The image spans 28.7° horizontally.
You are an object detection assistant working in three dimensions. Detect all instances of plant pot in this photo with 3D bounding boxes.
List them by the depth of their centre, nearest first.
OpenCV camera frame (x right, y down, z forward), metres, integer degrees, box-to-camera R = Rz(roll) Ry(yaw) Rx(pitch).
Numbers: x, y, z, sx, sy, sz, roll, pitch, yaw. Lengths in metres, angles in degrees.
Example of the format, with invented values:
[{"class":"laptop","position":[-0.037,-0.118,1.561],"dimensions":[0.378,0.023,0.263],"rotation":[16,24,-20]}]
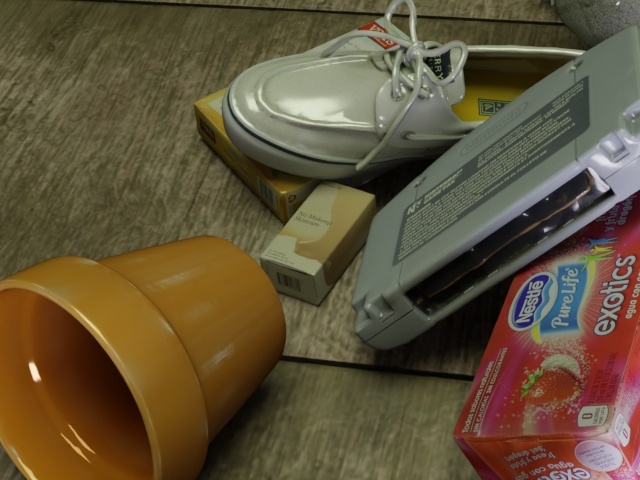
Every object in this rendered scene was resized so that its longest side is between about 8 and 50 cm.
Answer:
[{"class":"plant pot","position":[-0.133,0.088,0.966],"dimensions":[0.205,0.205,0.188],"rotation":[26,38,30]}]

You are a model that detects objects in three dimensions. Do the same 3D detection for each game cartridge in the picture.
[{"class":"game cartridge","position":[0.154,-0.046,1.020],"dimensions":[0.297,0.062,0.198],"rotation":[-37,15,29]}]

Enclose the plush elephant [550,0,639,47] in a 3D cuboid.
[{"class":"plush elephant","position":[0.335,-0.277,1.228],"dimensions":[0.330,0.272,0.255],"rotation":[-17,21,32]}]

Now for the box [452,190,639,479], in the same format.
[{"class":"box","position":[0.211,0.088,0.931],"dimensions":[0.123,0.128,0.257],"rotation":[-10,37,36]}]

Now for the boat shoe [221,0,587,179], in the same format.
[{"class":"boat shoe","position":[0.097,-0.139,1.132],"dimensions":[0.367,0.156,0.135],"rotation":[3,63,-7]}]

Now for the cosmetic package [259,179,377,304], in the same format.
[{"class":"cosmetic package","position":[0.000,0.000,1.134],"dimensions":[0.060,0.041,0.115],"rotation":[17,49,24]}]

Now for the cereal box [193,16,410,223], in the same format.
[{"class":"cereal box","position":[0.017,-0.127,1.259],"dimensions":[0.240,0.047,0.173],"rotation":[-26,49,-20]}]
